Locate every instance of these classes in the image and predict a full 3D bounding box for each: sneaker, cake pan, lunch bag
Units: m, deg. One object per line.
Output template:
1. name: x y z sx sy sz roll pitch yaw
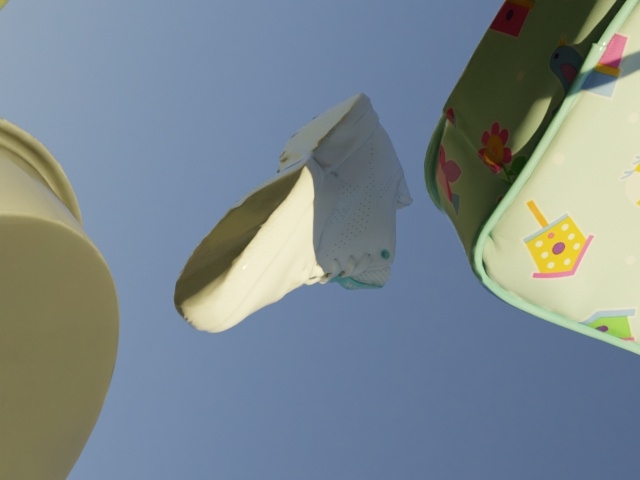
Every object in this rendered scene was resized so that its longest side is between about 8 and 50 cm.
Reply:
1. sneaker: 0.000 0.000 0.853 0.080 0.094 0.212 -23 -161 41
2. cake pan: -0.195 0.083 0.620 0.054 0.293 0.293 36 -69 26
3. lunch bag: 0.196 -0.071 0.737 0.279 0.224 0.108 -60 -151 19

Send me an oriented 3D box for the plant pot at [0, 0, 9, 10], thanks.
1. plant pot: -0.267 -0.295 1.069 0.275 0.275 0.293 25 -86 62
